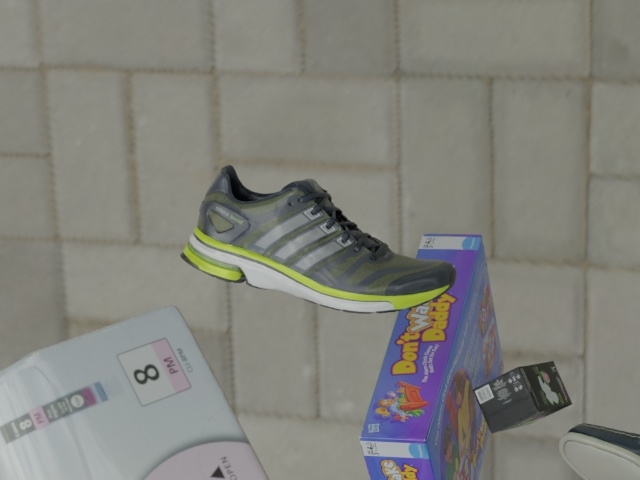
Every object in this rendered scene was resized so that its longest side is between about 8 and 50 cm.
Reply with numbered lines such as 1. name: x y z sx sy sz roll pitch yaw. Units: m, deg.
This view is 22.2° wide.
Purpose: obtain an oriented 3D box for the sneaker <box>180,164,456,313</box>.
1. sneaker: 0.000 0.000 1.744 0.300 0.111 0.121 12 102 10

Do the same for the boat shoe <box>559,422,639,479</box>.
1. boat shoe: 0.398 0.256 1.844 0.255 0.079 0.095 16 144 23

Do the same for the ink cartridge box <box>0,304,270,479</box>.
1. ink cartridge box: -0.131 0.153 0.787 0.189 0.232 0.066 61 142 14

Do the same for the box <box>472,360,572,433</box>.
1. box: 0.208 0.161 1.681 0.062 0.083 0.052 -30 74 31

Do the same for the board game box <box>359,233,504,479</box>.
1. board game box: 0.142 0.190 1.961 0.078 0.347 0.233 1 130 18
